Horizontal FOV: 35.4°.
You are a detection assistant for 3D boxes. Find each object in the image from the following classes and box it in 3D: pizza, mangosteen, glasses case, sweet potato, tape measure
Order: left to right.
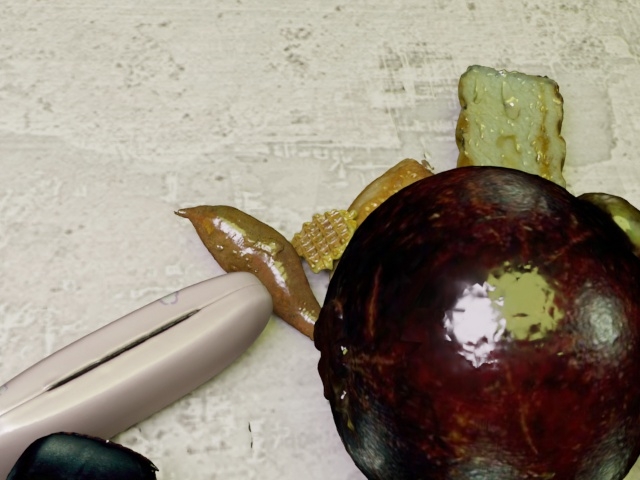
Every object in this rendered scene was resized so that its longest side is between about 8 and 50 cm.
[{"bbox_3d":[-0.191,0.252,0.723,0.135,0.202,0.223,18,71,-3],"label":"tape measure"},{"bbox_3d":[-0.170,0.116,0.866,0.296,0.113,0.075,-28,70,-27],"label":"glasses case"},{"bbox_3d":[-0.043,0.031,0.980,0.226,0.068,0.068,42,59,5],"label":"sweet potato"},{"bbox_3d":[0.100,-0.004,1.037,0.161,0.062,0.182,13,51,4],"label":"pizza"},{"bbox_3d":[0.151,0.088,0.831,0.330,0.330,0.330,6,57,-9],"label":"mangosteen"}]

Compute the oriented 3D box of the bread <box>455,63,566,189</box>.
[{"bbox_3d":[0.203,-0.101,1.105,0.128,0.088,0.232,17,49,-12],"label":"bread"}]

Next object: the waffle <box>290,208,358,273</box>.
[{"bbox_3d":[0.000,-0.002,1.005,0.085,0.016,0.078,9,56,49],"label":"waffle"}]
